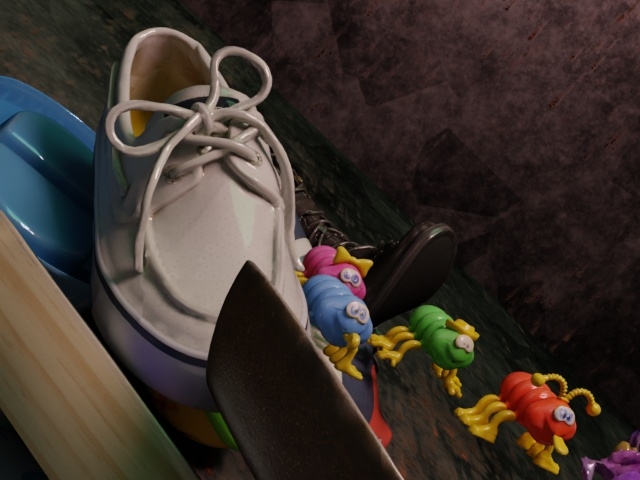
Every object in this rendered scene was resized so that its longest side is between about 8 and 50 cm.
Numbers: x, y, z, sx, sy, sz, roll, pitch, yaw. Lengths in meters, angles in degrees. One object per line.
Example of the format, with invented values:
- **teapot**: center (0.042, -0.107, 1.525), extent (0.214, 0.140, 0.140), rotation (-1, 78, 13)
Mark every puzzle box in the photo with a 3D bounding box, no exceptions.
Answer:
- **puzzle box**: center (-0.034, 0.194, 0.550), extent (0.409, 0.052, 0.272), rotation (49, -12, 21)

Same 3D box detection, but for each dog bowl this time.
- **dog bowl**: center (-0.221, -0.027, 0.851), extent (0.166, 0.074, 0.297), rotation (41, 14, -16)

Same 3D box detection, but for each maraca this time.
- **maraca**: center (-0.093, 0.070, 0.844), extent (0.127, 0.099, 0.185), rotation (73, -5, -82)

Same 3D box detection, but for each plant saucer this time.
- **plant saucer**: center (0.028, 0.153, 0.508), extent (0.310, 0.050, 0.310), rotation (57, -8, 12)

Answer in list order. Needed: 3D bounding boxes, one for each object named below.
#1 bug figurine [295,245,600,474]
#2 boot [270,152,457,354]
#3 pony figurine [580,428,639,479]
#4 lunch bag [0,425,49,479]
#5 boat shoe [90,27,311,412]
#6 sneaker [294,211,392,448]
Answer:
- **bug figurine**: center (0.069, 0.074, 0.858), extent (0.279, 0.072, 0.216), rotation (27, 6, -25)
- **boot**: center (0.000, 0.000, 1.145), extent (0.091, 0.263, 0.229), rotation (-13, 62, -44)
- **pony figurine**: center (0.296, 0.266, 0.995), extent (0.351, 0.363, 0.303), rotation (39, -11, -8)
- **lunch bag**: center (-0.154, 0.161, 0.428), extent (0.219, 0.090, 0.176), rotation (52, 13, 28)
- **boat shoe**: center (-0.080, -0.051, 0.747), extent (0.136, 0.156, 0.367), rotation (3, 31, -16)
- **sneaker**: center (-0.028, 0.072, 1.054), extent (0.148, 0.131, 0.350), rotation (37, 24, -38)
